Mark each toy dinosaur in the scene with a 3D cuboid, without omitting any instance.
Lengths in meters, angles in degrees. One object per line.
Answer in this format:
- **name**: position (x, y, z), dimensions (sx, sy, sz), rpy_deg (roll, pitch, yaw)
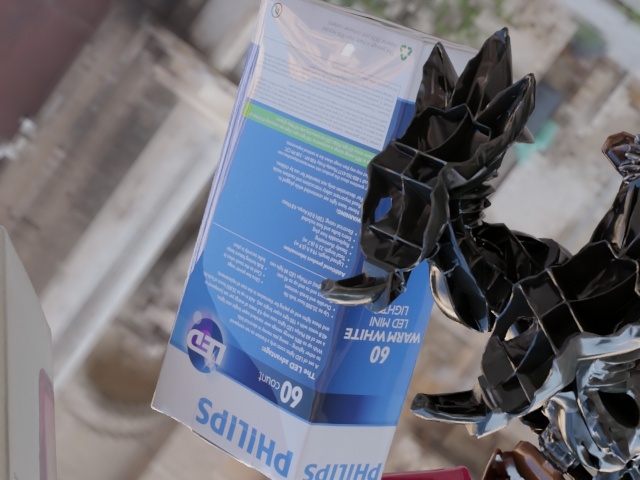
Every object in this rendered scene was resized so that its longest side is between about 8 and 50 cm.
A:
- **toy dinosaur**: position (0.123, 0.049, 0.716), dimensions (0.164, 0.322, 0.218), rpy_deg (18, 162, 43)

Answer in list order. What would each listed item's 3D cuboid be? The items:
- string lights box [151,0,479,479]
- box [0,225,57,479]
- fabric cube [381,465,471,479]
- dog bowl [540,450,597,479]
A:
- **string lights box**: position (0.000, 0.000, 1.049), dimensions (0.077, 0.259, 0.133), rpy_deg (6, -165, -45)
- **box**: position (-0.240, 0.128, 1.085), dimensions (0.127, 0.149, 0.232), rpy_deg (76, -175, -53)
- **fabric cube**: position (-0.012, 0.344, 1.477), dimensions (0.258, 0.254, 0.259), rpy_deg (1, -117, -43)
- **dog bowl**: position (0.253, 0.252, 1.314), dimensions (0.265, 0.265, 0.104), rpy_deg (40, 148, 29)
